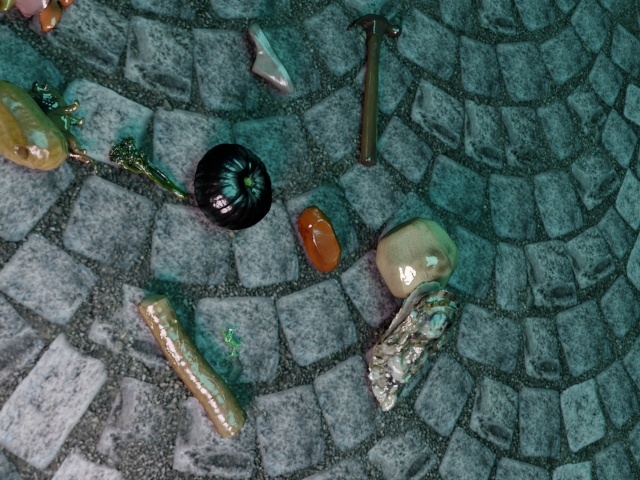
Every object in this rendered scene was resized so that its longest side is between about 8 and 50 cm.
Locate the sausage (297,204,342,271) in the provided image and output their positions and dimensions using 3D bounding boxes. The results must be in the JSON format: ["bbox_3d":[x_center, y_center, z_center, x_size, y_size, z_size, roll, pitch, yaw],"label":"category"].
[{"bbox_3d":[0.000,0.000,1.724,0.089,0.089,0.179,-34,109,-31],"label":"sausage"}]

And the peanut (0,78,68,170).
[{"bbox_3d":[-0.611,-0.235,1.385,0.236,0.120,0.110,44,32,-10],"label":"peanut"}]

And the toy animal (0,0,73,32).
[{"bbox_3d":[-0.627,-0.567,1.399,0.281,0.169,0.195,36,62,-22],"label":"toy animal"}]

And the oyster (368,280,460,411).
[{"bbox_3d":[0.229,0.267,1.744,0.162,0.158,0.351,27,96,-9],"label":"oyster"}]

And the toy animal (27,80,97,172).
[{"bbox_3d":[-0.526,-0.240,1.463,0.086,0.069,0.220,-33,94,-10],"label":"toy animal"}]

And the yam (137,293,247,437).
[{"bbox_3d":[-0.277,0.268,1.511,0.081,0.081,0.356,-36,102,-31],"label":"yam"}]

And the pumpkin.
[{"bbox_3d":[-0.202,-0.122,1.593,0.202,0.140,0.202,12,74,-45],"label":"pumpkin"}]

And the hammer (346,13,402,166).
[{"bbox_3d":[0.145,-0.418,1.912,0.168,0.044,0.440,10,76,-30],"label":"hammer"}]

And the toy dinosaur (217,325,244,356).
[{"bbox_3d":[-0.211,0.232,1.590,0.083,0.021,0.062,19,84,-28],"label":"toy dinosaur"}]

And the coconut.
[{"bbox_3d":[0.257,0.057,1.804,0.224,0.224,0.224,6,78,-30],"label":"coconut"}]

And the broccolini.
[{"bbox_3d":[-0.372,-0.157,1.542,0.201,0.058,0.074,32,73,-21],"label":"broccolini"}]

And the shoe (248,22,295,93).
[{"bbox_3d":[-0.138,-0.445,1.742,0.078,0.079,0.195,-28,107,3],"label":"shoe"}]
